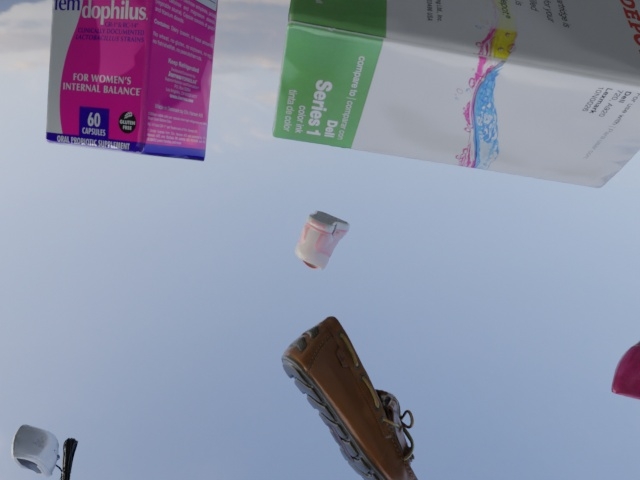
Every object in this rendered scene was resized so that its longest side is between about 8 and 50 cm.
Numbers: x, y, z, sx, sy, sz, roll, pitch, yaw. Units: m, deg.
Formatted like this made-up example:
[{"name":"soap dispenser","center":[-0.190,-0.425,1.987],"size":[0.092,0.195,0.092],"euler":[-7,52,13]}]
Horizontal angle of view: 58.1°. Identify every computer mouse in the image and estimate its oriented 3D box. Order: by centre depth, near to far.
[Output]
[{"name":"computer mouse","center":[-0.477,0.381,1.015],"size":[0.042,0.193,0.106],"euler":[-4,-125,3]}]

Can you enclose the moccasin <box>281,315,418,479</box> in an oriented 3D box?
[{"name":"moccasin","center":[0.084,0.301,0.990],"size":[0.147,0.380,0.139],"euler":[-37,-172,-22]}]

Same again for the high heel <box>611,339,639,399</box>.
[{"name":"high heel","center":[0.461,0.208,0.679],"size":[0.244,0.117,0.082],"euler":[43,171,-3]}]

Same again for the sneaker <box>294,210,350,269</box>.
[{"name":"sneaker","center":[0.000,0.000,0.780],"size":[0.050,0.070,0.134],"euler":[23,-170,11]}]

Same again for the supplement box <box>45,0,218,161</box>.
[{"name":"supplement box","center":[-0.174,-0.193,0.549],"size":[0.111,0.220,0.114],"euler":[9,-173,19]}]

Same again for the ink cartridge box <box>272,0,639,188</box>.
[{"name":"ink cartridge box","center":[0.112,-0.169,0.463],"size":[0.277,0.117,0.202],"euler":[8,-124,-6]}]
